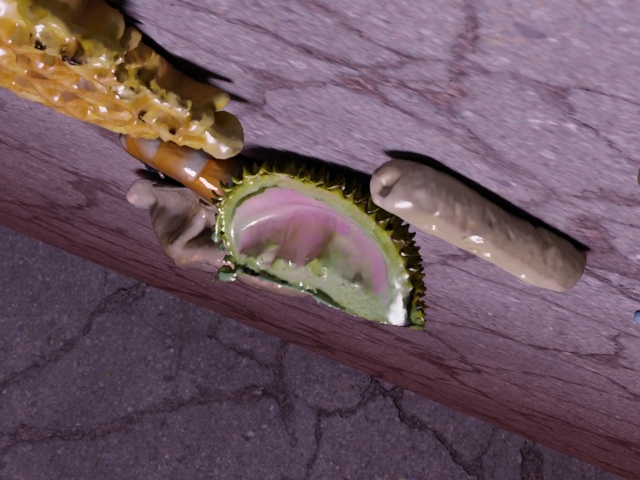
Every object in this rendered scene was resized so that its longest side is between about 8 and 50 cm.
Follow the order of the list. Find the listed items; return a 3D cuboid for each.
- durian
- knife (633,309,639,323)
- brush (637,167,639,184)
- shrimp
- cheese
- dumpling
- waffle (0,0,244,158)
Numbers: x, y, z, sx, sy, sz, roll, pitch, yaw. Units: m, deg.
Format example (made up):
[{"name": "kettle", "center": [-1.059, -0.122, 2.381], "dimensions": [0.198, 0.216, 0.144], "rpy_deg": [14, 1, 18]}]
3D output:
[{"name": "durian", "center": [0.005, -0.006, 1.251], "dimensions": [0.220, 0.137, 0.095], "rpy_deg": [11, -158, 29]}, {"name": "knife", "center": [0.415, 0.112, 1.261], "dimensions": [0.313, 0.019, 0.044], "rpy_deg": [19, 169, 0]}, {"name": "brush", "center": [0.178, -0.048, 0.734], "dimensions": [0.043, 0.036, 0.248], "rpy_deg": [24, 173, 12]}, {"name": "shrimp", "center": [-0.113, -0.059, 1.371], "dimensions": [0.161, 0.049, 0.166], "rpy_deg": [27, 172, -19]}, {"name": "cheese", "center": [0.119, -0.010, 1.113], "dimensions": [0.194, 0.043, 0.065], "rpy_deg": [24, 176, -32]}, {"name": "dumpling", "center": [-0.065, 0.008, 1.567], "dimensions": [0.332, 0.086, 0.166], "rpy_deg": [16, 174, 8]}, {"name": "waffle", "center": [-0.200, -0.137, 1.048], "dimensions": [0.301, 0.058, 0.281], "rpy_deg": [26, 171, -41]}]
